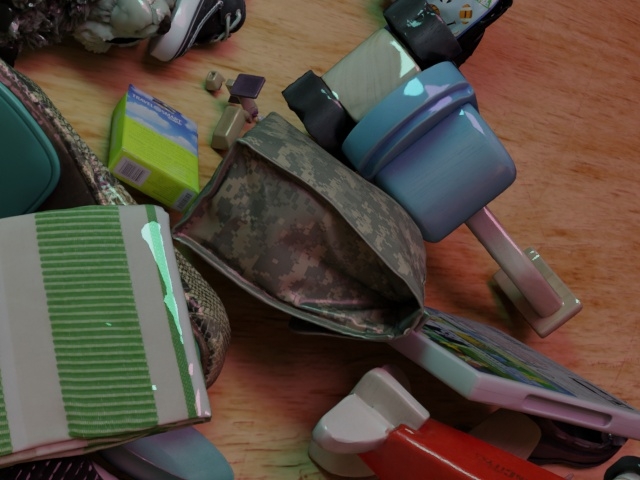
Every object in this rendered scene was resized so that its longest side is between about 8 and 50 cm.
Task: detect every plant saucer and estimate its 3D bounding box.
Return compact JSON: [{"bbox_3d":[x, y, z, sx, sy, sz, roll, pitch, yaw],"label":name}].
[{"bbox_3d":[-0.175,0.197,1.020,0.195,0.037,0.195,32,1,-1],"label":"plant saucer"}]

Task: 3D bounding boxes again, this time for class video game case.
[{"bbox_3d":[0.203,0.147,1.306,0.300,0.036,0.329,18,7,-32],"label":"video game case"}]

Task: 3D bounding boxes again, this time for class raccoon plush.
[{"bbox_3d":[-0.359,-0.397,1.262,0.446,0.216,0.299,53,32,4],"label":"raccoon plush"}]

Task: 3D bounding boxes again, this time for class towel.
[{"bbox_3d":[-0.279,0.090,0.939,0.325,0.038,0.247,-11,64,-11],"label":"towel"}]

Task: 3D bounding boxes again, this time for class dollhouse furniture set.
[{"bbox_3d":[-0.124,-0.161,1.429,0.114,0.091,0.081,-67,154,-25],"label":"dollhouse furniture set"}]

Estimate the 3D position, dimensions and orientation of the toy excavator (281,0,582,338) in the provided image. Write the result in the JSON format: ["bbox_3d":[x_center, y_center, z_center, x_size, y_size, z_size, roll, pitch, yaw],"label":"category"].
[{"bbox_3d":[0.190,-0.063,1.445,0.445,0.222,0.433,54,5,13],"label":"toy excavator"}]

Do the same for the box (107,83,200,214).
[{"bbox_3d":[-0.200,-0.114,1.262,0.109,0.042,0.178,30,24,-24],"label":"box"}]

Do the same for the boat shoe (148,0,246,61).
[{"bbox_3d":[-0.154,-0.327,1.465,0.102,0.108,0.301,34,35,-15],"label":"boat shoe"}]

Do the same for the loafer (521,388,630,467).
[{"bbox_3d":[0.372,0.262,1.483,0.303,0.095,0.109,3,58,-41],"label":"loafer"}]

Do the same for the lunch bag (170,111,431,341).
[{"bbox_3d":[0.000,0.000,1.221,0.287,0.169,0.235,35,16,-3],"label":"lunch bag"}]

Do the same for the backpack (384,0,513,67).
[{"bbox_3d":[0.230,-0.427,1.785,0.213,0.276,0.263,38,47,-7],"label":"backpack"}]

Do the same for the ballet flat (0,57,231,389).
[{"bbox_3d":[-0.272,-0.035,1.106,0.483,0.164,0.182,49,17,-9],"label":"ballet flat"}]

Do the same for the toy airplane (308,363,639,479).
[{"bbox_3d":[0.149,0.311,1.146,0.386,0.272,0.384,4,25,-20],"label":"toy airplane"}]

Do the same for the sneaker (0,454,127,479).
[{"bbox_3d":[-0.193,0.280,0.950,0.331,0.146,0.122,28,68,8],"label":"sneaker"}]
